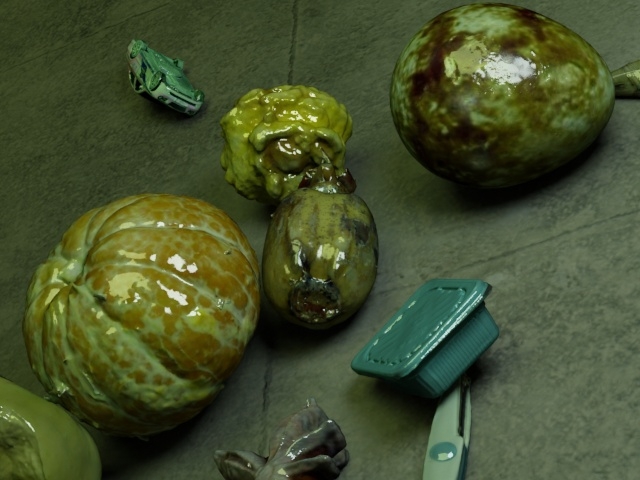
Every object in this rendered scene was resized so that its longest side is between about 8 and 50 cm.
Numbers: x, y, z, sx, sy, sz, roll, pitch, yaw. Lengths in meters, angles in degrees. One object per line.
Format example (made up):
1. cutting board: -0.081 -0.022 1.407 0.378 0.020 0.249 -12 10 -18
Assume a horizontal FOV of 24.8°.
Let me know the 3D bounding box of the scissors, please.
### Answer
1. scissors: 0.137 0.249 1.586 0.138 0.041 0.289 -10 40 21

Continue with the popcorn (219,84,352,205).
1. popcorn: -0.050 -0.127 2.057 0.198 0.197 0.155 -18 40 20

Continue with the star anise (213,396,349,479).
1. star anise: -0.042 0.285 1.631 0.198 0.110 0.257 -38 26 19

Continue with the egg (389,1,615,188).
1. egg: 0.230 -0.184 1.862 0.289 0.238 0.238 7 50 28

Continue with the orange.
1. orange: -0.227 0.086 1.853 0.329 0.249 0.329 -28 44 31

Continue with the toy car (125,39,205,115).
1. toy car: -0.271 -0.268 2.462 0.076 0.090 0.224 -55 34 15

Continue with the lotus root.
1. lotus root: 0.000 0.002 1.898 0.154 0.154 0.278 -19 39 18

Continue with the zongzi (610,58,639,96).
1. zongzi: 0.414 -0.196 1.915 0.076 0.040 0.083 -27 53 20

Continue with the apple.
1. apple: -0.411 0.289 1.772 0.279 0.279 0.279 -20 37 16

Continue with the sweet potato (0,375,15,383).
1. sweet potato: -0.508 0.194 2.126 0.057 0.057 0.264 -44 41 -16

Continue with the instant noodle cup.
1. instant noodle cup: 0.128 0.119 1.687 0.157 0.070 0.179 -44 13 -14
